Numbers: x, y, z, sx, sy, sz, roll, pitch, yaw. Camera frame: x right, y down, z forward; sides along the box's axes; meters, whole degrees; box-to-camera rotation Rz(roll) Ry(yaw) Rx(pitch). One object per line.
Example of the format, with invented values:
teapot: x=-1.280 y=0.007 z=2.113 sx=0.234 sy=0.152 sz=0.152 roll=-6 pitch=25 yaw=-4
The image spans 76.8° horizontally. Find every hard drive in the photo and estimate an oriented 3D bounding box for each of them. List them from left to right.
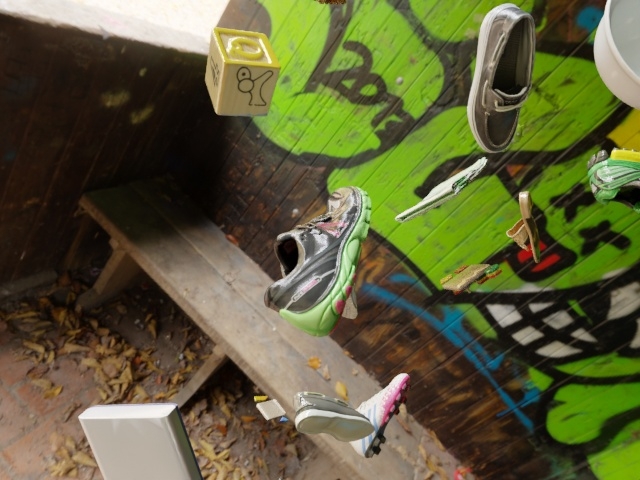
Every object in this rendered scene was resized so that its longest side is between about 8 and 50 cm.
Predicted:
hard drive: x=-0.321 y=0.465 z=0.780 sx=0.040 sy=0.210 sz=0.319 roll=-45 pitch=123 yaw=-67

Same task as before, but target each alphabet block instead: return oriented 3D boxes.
alphabet block: x=-0.263 y=-0.552 z=1.341 sx=0.192 sy=0.197 sz=0.193 roll=-8 pitch=60 yaw=-29

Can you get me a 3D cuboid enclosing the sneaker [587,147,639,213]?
sneaker: x=0.842 y=-0.119 z=0.987 sx=0.343 sy=0.146 sz=0.134 roll=8 pitch=-20 yaw=15

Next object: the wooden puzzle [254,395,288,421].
wooden puzzle: x=-0.155 y=0.528 z=1.262 sx=0.078 sy=0.014 sz=0.116 roll=7 pitch=21 yaw=-40

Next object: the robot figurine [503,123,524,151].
robot figurine: x=0.553 y=-0.320 z=1.225 sx=0.101 sy=0.115 sz=0.067 roll=53 pitch=36 yaw=-48

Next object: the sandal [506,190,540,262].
sandal: x=0.594 y=-0.037 z=1.203 sx=0.088 sy=0.079 sz=0.240 roll=-53 pitch=128 yaw=-41

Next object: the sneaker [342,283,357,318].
sneaker: x=0.107 y=0.216 z=1.557 sx=0.090 sy=0.235 sz=0.095 roll=8 pitch=49 yaw=13

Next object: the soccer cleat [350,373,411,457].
soccer cleat: x=0.200 y=0.608 z=1.455 sx=0.143 sy=0.331 sz=0.116 roll=27 pitch=-3 yaw=35

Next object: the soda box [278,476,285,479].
soda box: x=-0.061 y=0.765 z=1.170 sx=0.168 sy=0.053 sz=0.060 roll=23 pitch=49 yaw=17

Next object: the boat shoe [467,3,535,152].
boat shoe: x=0.411 y=-0.343 z=0.920 sx=0.119 sy=0.121 sz=0.335 roll=-95 pitch=171 yaw=-54

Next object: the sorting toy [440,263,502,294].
sorting toy: x=0.490 y=0.135 z=1.348 sx=0.046 sy=0.132 sz=0.274 roll=56 pitch=-6 yaw=0

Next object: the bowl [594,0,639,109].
bowl: x=0.630 y=-0.345 z=0.739 sx=0.298 sy=0.298 sz=0.134 roll=47 pitch=-8 yaw=10

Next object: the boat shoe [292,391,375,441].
boat shoe: x=0.043 y=0.510 z=1.174 sx=0.305 sy=0.109 sz=0.091 roll=31 pitch=19 yaw=-35

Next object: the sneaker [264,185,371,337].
sneaker: x=0.000 y=0.000 z=0.967 sx=0.202 sy=0.185 sz=0.483 roll=19 pitch=38 yaw=1

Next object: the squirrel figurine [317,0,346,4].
squirrel figurine: x=0.048 y=-0.627 z=0.776 sx=0.370 sy=0.397 sz=0.281 roll=37 pitch=-4 yaw=-36

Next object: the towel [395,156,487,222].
towel: x=0.409 y=-0.167 z=1.355 sx=0.325 sy=0.248 sz=0.038 roll=-36 pitch=93 yaw=-44
